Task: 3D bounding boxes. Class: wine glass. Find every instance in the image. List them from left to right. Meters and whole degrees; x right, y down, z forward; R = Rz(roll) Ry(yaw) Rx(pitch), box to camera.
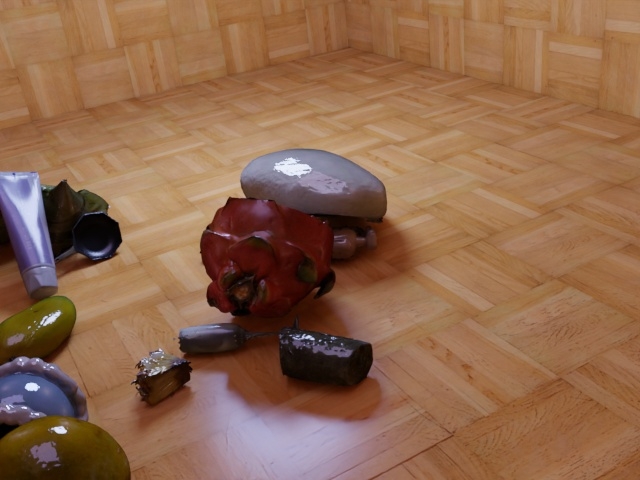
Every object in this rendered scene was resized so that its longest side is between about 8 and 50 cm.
[{"bbox_3d":[-0.172,0.199,1.456,0.262,0.074,0.074,-5,27,4],"label":"wine glass"}]

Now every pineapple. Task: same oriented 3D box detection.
[{"bbox_3d":[-0.309,0.256,1.373,0.116,0.069,0.137,-7,25,1],"label":"pineapple"}]

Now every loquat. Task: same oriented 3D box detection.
[{"bbox_3d":[-0.403,0.357,1.056,0.213,0.213,0.246,-21,36,-25],"label":"loquat"}]

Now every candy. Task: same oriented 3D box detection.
[{"bbox_3d":[-0.002,-0.145,1.851,0.386,0.186,0.427,3,12,-31],"label":"candy"}]

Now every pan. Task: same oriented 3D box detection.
[{"bbox_3d":[-0.645,-0.004,1.896,0.202,0.128,0.048,-9,-9,-34],"label":"pan"}]

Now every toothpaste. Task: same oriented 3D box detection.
[{"bbox_3d":[-0.746,-0.029,1.789,0.125,0.080,0.371,-5,63,-38],"label":"toothpaste"}]

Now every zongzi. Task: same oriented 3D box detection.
[{"bbox_3d":[-0.674,-0.110,1.962,0.125,0.274,0.251,33,35,4],"label":"zongzi"}]

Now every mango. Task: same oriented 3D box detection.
[{"bbox_3d":[-0.621,0.196,1.542,0.137,0.091,0.237,14,33,24],"label":"mango"}]

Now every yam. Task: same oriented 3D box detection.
[{"bbox_3d":[0.002,0.222,1.336,0.183,0.107,0.107,5,29,19],"label":"yam"}]

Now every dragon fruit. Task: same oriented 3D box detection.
[{"bbox_3d":[-0.122,0.063,1.505,0.305,0.305,0.226,2,68,17],"label":"dragon fruit"}]

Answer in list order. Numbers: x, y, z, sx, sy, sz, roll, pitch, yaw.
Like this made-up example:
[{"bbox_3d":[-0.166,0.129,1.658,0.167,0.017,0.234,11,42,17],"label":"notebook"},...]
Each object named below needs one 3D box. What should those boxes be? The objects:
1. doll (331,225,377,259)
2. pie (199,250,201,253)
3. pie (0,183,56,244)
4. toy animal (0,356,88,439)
[{"bbox_3d":[0.001,0.000,1.753,0.278,0.119,0.154,-6,13,-10],"label":"doll"},{"bbox_3d":[-0.263,0.007,1.887,0.092,0.034,0.170,-1,22,16],"label":"pie"},{"bbox_3d":[-0.878,-0.074,1.970,0.323,0.070,0.323,-31,-10,-6],"label":"pie"},{"bbox_3d":[-0.532,0.304,1.241,0.208,0.156,0.204,-4,31,-2],"label":"toy animal"}]
